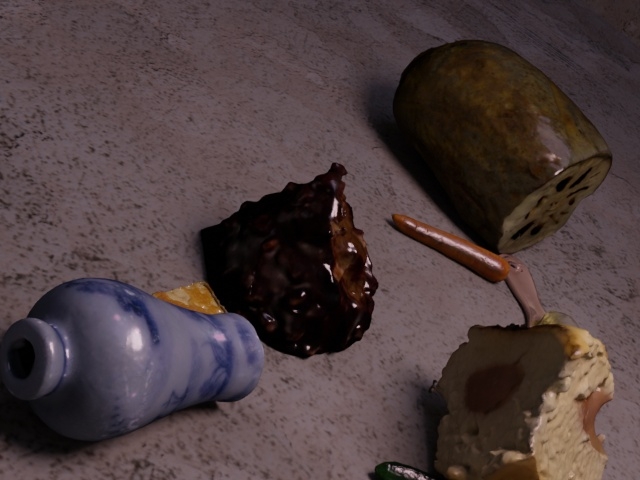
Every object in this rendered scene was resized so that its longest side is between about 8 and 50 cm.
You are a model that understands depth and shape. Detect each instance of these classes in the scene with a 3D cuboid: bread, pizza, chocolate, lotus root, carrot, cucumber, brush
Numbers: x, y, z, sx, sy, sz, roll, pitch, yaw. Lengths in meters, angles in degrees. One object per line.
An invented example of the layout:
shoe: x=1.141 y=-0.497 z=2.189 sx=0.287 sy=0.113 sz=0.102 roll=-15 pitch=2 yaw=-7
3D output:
bread: x=0.187 y=0.171 z=1.193 sx=0.211 sy=0.183 sz=0.224 roll=16 pitch=-11 yaw=34
pizza: x=-0.126 y=0.078 z=1.200 sx=0.123 sy=0.026 sz=0.108 roll=25 pitch=27 yaw=-10
chocolate: x=0.000 y=0.000 z=1.295 sx=0.206 sy=0.177 sz=0.224 roll=19 pitch=33 yaw=-25
lotus root: x=0.262 y=-0.165 z=1.765 sx=0.250 sy=0.250 sz=0.346 roll=0 pitch=41 yaw=-46
carrot: x=0.181 y=0.008 z=1.618 sx=0.190 sy=0.037 sz=0.037 roll=26 pitch=29 yaw=-7
cucumber: x=0.137 y=0.267 z=1.175 sx=0.184 sy=0.033 sz=0.036 roll=24 pitch=55 yaw=-16
brush: x=0.315 y=0.104 z=1.575 sx=0.072 sy=0.067 sz=0.313 roll=19 pitch=30 yaw=-23

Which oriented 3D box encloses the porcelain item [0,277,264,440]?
porcelain item: x=-0.164 y=0.106 z=1.020 sx=0.259 sy=0.141 sz=0.141 roll=10 pitch=36 yaw=-52
